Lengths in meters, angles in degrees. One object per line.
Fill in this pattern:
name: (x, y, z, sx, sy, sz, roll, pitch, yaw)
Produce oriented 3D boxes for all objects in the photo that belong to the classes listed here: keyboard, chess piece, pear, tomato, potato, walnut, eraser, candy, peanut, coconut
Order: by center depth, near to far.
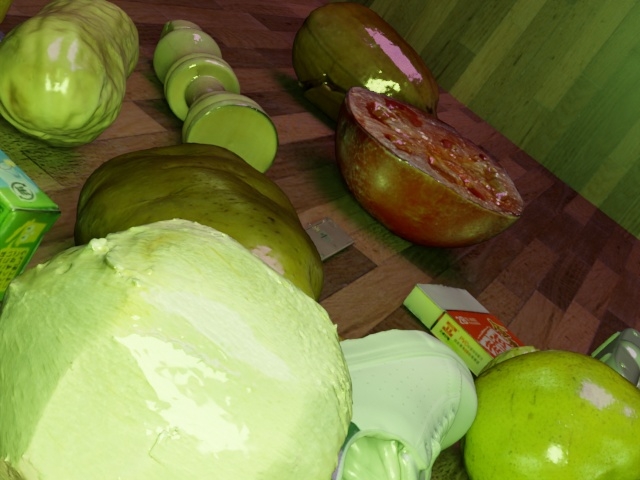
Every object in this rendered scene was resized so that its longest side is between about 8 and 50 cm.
coconut: (-0.106, 0.100, 0.823, 0.230, 0.227, 0.227, 32, 17, -12)
candy: (-0.306, -0.047, 1.027, 0.194, 0.097, 0.062, 42, 20, 19)
potato: (-0.102, 0.010, 1.092, 0.195, 0.176, 0.369, 46, -1, -20)
pear: (0.236, 0.202, 1.296, 0.198, 0.198, 0.198, 33, 17, -11)
peanut: (-0.271, -0.182, 1.382, 0.148, 0.147, 0.319, 33, 16, -11)
keyboard: (0.000, 0.000, 1.655, 0.055, 0.017, 0.166, 43, 17, 6)
eraser: (0.224, 0.145, 1.667, 0.230, 0.038, 0.157, 45, 18, 26)
chess piece: (-0.158, -0.207, 1.741, 0.117, 0.117, 0.397, 27, 17, -28)
tomato: (0.139, -0.093, 1.965, 0.338, 0.143, 0.338, 28, 19, -11)
walnut: (0.087, -0.284, 2.290, 0.336, 0.209, 0.209, 42, 17, 20)

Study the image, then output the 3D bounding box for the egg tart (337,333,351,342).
egg tart: (0.017, 0.130, 1.273, 0.130, 0.052, 0.130, 35, 14, -10)

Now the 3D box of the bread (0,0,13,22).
bread: (-0.439, -0.318, 1.555, 0.122, 0.073, 0.149, 15, 24, -39)

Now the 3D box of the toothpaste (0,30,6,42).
toothpaste: (-0.402, -0.228, 1.396, 0.114, 0.073, 0.299, 49, 13, 31)

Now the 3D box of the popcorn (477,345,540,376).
popcorn: (0.223, 0.181, 1.450, 0.106, 0.120, 0.116, -4, 22, -13)

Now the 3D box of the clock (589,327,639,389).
clock: (0.456, 0.268, 1.625, 0.324, 0.108, 0.265, 46, 18, 5)

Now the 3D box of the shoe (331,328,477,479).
shoe: (0.058, 0.174, 1.106, 0.363, 0.131, 0.160, 7, 32, -51)
